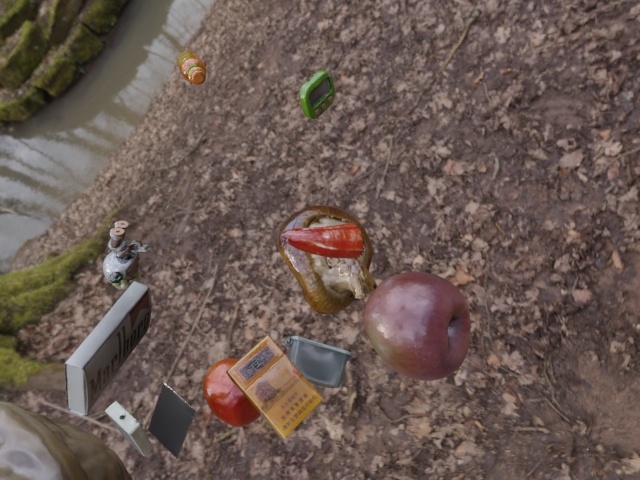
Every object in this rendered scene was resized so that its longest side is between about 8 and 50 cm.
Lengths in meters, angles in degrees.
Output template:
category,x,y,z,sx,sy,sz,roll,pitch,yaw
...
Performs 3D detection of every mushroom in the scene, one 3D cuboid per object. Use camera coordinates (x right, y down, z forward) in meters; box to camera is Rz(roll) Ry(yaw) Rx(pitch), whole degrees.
category,x,y,z,sx,sy,sz,roll,pitch,yaw
mushroom,0.044,0.045,1.516,0.259,0.345,0.346,-22,57,50

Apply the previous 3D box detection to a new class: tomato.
category,x,y,z,sx,sy,sz,roll,pitch,yaw
tomato,-0.317,0.561,1.807,0.259,0.180,0.260,12,118,22

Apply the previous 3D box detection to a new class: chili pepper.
category,x,y,z,sx,sy,sz,roll,pitch,yaw
chili pepper,0.000,-0.004,1.008,0.088,0.168,0.065,-113,36,-44

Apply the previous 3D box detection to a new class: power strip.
category,x,y,z,sx,sy,sz,roll,pitch,yaw
power strip,-0.575,0.576,1.492,0.106,0.367,0.043,36,57,13

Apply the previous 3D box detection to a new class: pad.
category,x,y,z,sx,sy,sz,roll,pitch,yaw
pad,-0.540,0.647,1.769,0.170,0.006,0.246,32,114,21

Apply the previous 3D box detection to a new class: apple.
category,x,y,z,sx,sy,sz,roll,pitch,yaw
apple,0.258,0.226,1.318,0.235,0.305,0.306,2,70,41

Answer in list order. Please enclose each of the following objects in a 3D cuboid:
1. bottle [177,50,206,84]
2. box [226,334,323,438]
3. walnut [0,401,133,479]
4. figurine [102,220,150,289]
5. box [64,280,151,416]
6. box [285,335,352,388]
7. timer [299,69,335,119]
category,x,y,z,sx,sy,sz,roll,pitch,yaw
bottle,-0.339,-0.457,1.316,0.069,0.069,0.187,-44,38,6
box,-0.149,0.466,1.577,0.174,0.076,0.274,-40,86,-25
walnut,-0.301,0.277,0.452,0.248,0.248,0.248,-11,65,24
figurine,-0.481,0.042,1.212,0.147,0.093,0.197,-75,12,-48
box,-0.317,0.160,0.746,0.035,0.115,0.177,20,37,2
box,-0.021,0.442,1.768,0.243,0.163,0.135,18,70,-7
timer,-0.011,-0.467,1.577,0.047,0.128,0.140,28,64,31
